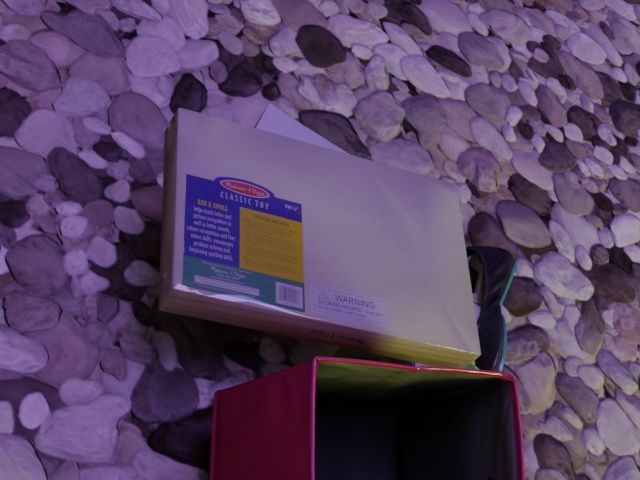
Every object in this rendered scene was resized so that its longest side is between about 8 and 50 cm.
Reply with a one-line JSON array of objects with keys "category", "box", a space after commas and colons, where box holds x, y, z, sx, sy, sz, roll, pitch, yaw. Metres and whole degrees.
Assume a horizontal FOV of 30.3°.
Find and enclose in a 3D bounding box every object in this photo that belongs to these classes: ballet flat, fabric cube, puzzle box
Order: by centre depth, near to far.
[{"category": "fabric cube", "box": [0.044, 0.278, 1.287, 0.259, 0.258, 0.254, 8, 71, -26]}, {"category": "puzzle box", "box": [0.000, 0.000, 1.470, 0.409, 0.052, 0.272, 14, 52, -22]}, {"category": "ballet flat", "box": [0.219, 0.104, 1.700, 0.096, 0.095, 0.280, 23, 37, -3]}]

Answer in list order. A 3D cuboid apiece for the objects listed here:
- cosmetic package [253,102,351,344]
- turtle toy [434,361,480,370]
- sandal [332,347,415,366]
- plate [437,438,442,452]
[{"category": "cosmetic package", "box": [-0.037, -0.023, 1.595, 0.225, 0.138, 0.224, 31, 46, -6]}, {"category": "turtle toy", "box": [0.170, 0.213, 1.571, 0.095, 0.130, 0.066, 28, 2, 42]}, {"category": "sandal", "box": [0.040, 0.212, 1.499, 0.120, 0.086, 0.303, 42, 45, 3]}, {"category": "plate", "box": [0.135, 0.281, 1.439, 0.024, 0.188, 0.188, 1, 56, -18]}]
